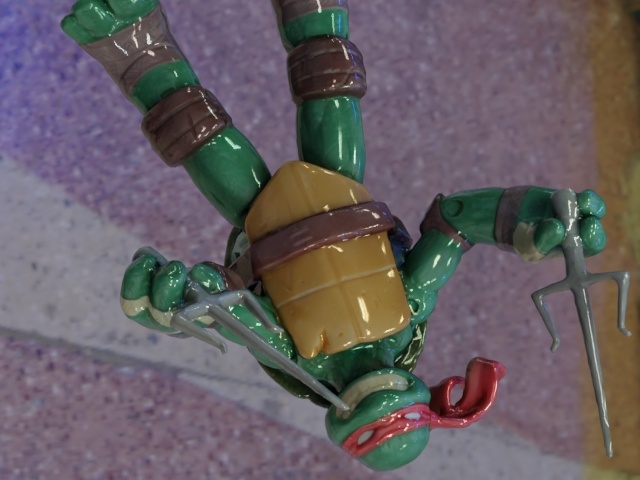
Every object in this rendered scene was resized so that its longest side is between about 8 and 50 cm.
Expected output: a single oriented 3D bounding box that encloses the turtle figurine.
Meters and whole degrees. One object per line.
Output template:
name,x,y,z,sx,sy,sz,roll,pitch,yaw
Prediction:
turtle figurine,0.000,0.000,0.571,0.175,0.118,0.234,-17,72,-25
